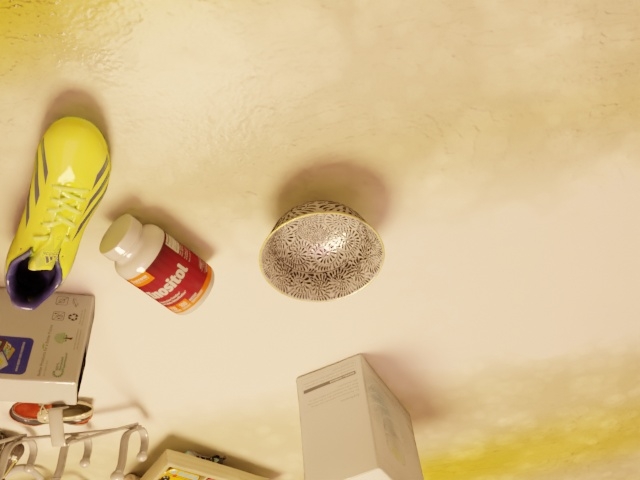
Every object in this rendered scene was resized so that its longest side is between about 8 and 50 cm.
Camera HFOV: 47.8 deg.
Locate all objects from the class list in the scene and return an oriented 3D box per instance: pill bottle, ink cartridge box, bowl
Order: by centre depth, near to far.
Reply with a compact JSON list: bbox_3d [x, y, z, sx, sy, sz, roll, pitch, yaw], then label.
[{"bbox_3d":[0.000,0.000,0.999,0.170,0.080,0.170,-2,133,-3],"label":"bowl"},{"bbox_3d":[-0.227,0.033,1.002,0.086,0.086,0.152,-32,128,22],"label":"pill bottle"},{"bbox_3d":[-0.501,0.140,1.021,0.332,0.165,0.065,8,133,-12],"label":"ink cartridge box"}]

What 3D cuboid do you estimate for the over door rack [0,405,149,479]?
[{"bbox_3d":[-0.443,0.340,1.145,0.239,0.108,0.324,-8,160,7],"label":"over door rack"}]

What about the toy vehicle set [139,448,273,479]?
[{"bbox_3d":[-0.231,0.505,1.409,0.267,0.035,0.166,28,112,-32],"label":"toy vehicle set"}]

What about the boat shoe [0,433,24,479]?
[{"bbox_3d":[-0.621,0.441,1.344,0.068,0.081,0.228,26,123,-22],"label":"boat shoe"}]

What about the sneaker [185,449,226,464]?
[{"bbox_3d":[-0.219,0.429,1.408,0.069,0.038,0.098,-17,141,7],"label":"sneaker"}]

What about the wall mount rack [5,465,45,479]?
[{"bbox_3d":[-0.586,0.625,1.410,0.304,0.350,0.130,-15,166,7],"label":"wall mount rack"}]

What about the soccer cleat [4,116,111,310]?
[{"bbox_3d":[-0.334,-0.025,0.914,0.093,0.121,0.289,18,128,-20],"label":"soccer cleat"}]

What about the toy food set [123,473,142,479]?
[{"bbox_3d":[-0.392,0.613,1.519,0.306,0.092,0.219,-36,126,25],"label":"toy food set"}]

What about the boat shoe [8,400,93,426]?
[{"bbox_3d":[-0.462,0.293,1.243,0.137,0.049,0.043,11,144,-23],"label":"boat shoe"}]

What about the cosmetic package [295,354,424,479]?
[{"bbox_3d":[0.074,0.361,1.243,0.138,0.225,0.224,-24,131,16],"label":"cosmetic package"}]
